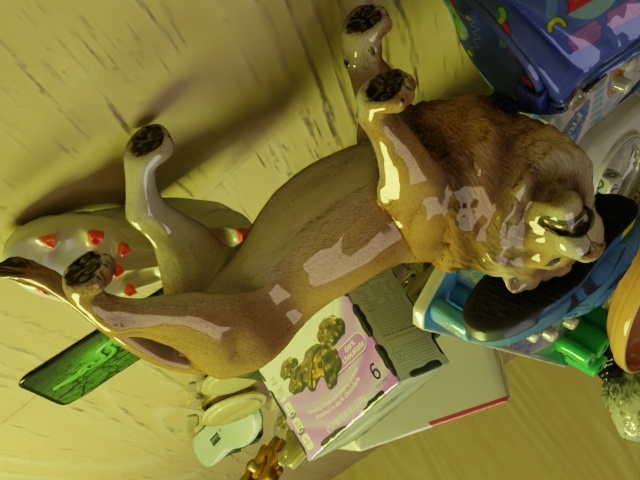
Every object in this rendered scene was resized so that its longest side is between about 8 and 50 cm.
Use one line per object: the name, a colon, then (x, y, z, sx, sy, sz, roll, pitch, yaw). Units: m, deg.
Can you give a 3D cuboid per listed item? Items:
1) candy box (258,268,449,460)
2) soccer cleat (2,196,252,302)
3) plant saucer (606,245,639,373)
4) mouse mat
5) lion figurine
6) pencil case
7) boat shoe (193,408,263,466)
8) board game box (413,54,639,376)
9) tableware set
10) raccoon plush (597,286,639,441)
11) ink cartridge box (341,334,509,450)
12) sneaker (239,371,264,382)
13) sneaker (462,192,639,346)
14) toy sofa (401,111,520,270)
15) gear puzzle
candy box: (0.003, 0.077, 1.110, 0.070, 0.196, 0.165, -15, 156, -42)
soccer cleat: (-0.139, 0.003, 0.869, 0.196, 0.076, 0.068, -5, 116, -34)
plant saucer: (0.349, 0.040, 1.216, 0.200, 0.037, 0.200, -36, 143, -34)
mouse mat: (-0.188, 0.099, 1.153, 0.190, 0.007, 0.152, -34, 164, -4)
lion figurine: (0.000, 0.000, 0.834, 0.392, 0.142, 0.240, -25, 135, 4)
pencil case: (0.235, -0.205, 0.854, 0.306, 0.133, 0.119, -34, 169, -1)
boat shoe: (-0.109, 0.254, 1.671, 0.083, 0.065, 0.183, -23, 168, -37)
board game box: (0.274, -0.060, 1.106, 0.390, 0.050, 0.390, 20, 100, -58)
tableware set: (-0.110, 0.177, 1.482, 0.128, 0.039, 0.194, -17, 154, -14)
raccoon plush: (0.497, 0.017, 1.586, 0.216, 0.446, 0.299, -1, 155, -14)
ink cartridge box: (0.083, 0.179, 1.520, 0.207, 0.117, 0.283, -16, 177, -16)
sneaker: (-0.025, 0.098, 1.320, 0.130, 0.087, 0.227, -31, 160, 14)
sneaker: (0.189, 0.041, 0.949, 0.209, 0.069, 0.082, -34, 131, -38)
toy sofa: (0.190, -0.025, 1.328, 0.150, 0.177, 0.362, -55, 165, -8)
gear puzzle: (0.024, 0.166, 1.259, 0.339, 0.044, 0.175, -48, -166, 11)
